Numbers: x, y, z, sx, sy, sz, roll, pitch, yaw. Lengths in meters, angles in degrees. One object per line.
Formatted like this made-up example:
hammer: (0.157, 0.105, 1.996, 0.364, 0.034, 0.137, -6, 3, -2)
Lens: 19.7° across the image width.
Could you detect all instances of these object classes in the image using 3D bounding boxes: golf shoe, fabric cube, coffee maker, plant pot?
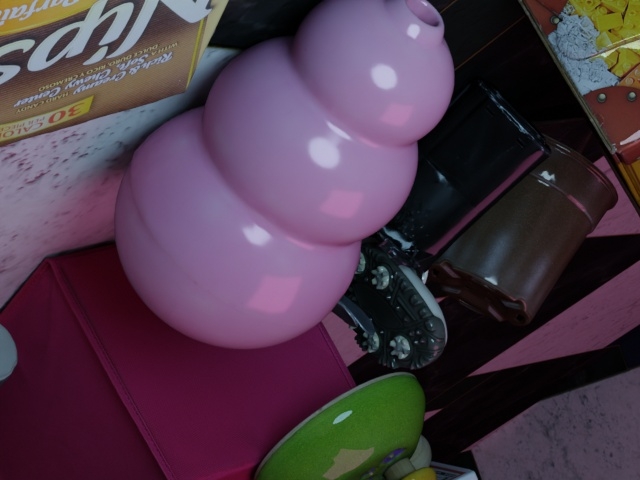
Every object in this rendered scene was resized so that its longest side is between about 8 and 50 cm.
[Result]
golf shoe: (0.070, 0.040, 1.868, 0.120, 0.273, 0.105, -3, 115, -28)
fabric cube: (-0.161, 0.155, 1.790, 0.258, 0.254, 0.259, -14, 158, -44)
coffee maker: (0.136, -0.060, 1.809, 0.178, 0.120, 0.171, -45, -155, 12)
plant pot: (0.202, -0.010, 1.934, 0.165, 0.167, 0.167, -61, 171, -14)

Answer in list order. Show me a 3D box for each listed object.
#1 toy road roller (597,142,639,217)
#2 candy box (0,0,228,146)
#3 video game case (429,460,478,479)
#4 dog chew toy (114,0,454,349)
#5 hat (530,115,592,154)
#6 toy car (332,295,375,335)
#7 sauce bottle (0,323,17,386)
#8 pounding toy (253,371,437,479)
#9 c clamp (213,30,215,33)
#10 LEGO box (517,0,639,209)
toy road roller: (0.481, -0.125, 2.178, 0.329, 0.202, 0.240, -28, 176, -10)
candy box: (-0.131, -0.178, 1.054, 0.183, 0.087, 0.316, -19, 159, -29)
video game case: (-0.002, 0.287, 1.835, 0.285, 0.025, 0.204, -22, -175, -17)
dog chew toy: (-0.018, -0.065, 1.459, 0.332, 0.206, 0.206, -48, 158, 30)
hat: (0.224, -0.021, 2.158, 0.331, 0.134, 0.331, -28, 164, -8)
toy car: (0.000, 0.000, 1.698, 0.149, 0.188, 0.155, -32, 165, 9)
sauce bottle: (-0.390, 0.181, 1.729, 0.111, 0.111, 0.344, -15, 159, -43)
pounding toy: (0.044, 0.228, 1.716, 0.183, 0.110, 0.237, -32, 158, -8)
c clamp: (-0.128, -0.146, 1.308, 0.137, 0.022, 0.161, -35, 164, 20)
LEGO box: (0.417, -0.209, 1.771, 0.372, 0.193, 0.500, -31, 166, 8)
